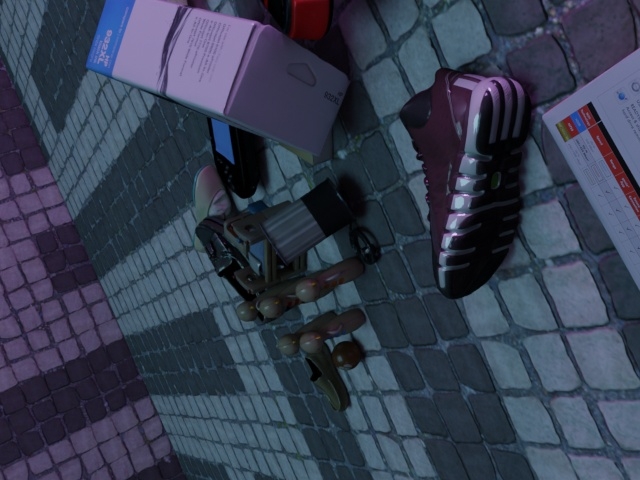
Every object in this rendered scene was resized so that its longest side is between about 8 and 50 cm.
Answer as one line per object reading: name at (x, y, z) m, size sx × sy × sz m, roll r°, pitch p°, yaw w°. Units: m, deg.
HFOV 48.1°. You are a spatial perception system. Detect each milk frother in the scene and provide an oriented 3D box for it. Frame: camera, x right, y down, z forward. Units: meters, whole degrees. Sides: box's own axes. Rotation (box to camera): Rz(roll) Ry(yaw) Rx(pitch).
milk frother at (0.000, 0.000, 1.146) m, size 0.143 × 0.134 × 0.129 m, roll 56°, pitch 180°, yaw 22°

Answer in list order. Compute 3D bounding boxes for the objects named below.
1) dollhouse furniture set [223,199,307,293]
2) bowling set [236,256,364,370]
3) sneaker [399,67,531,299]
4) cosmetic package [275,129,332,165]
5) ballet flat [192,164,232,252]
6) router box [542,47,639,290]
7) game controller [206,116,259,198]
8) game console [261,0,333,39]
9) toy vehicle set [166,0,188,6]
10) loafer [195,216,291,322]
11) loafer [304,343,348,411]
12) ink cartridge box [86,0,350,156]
dollhouse furniture set at (-0.130, -0.016, 1.355) m, size 0.183 × 0.129 × 0.129 m, roll 40°, pitch 142°, yaw 38°
bowling set at (-0.014, 0.155, 1.264) m, size 0.200 × 0.154 × 0.287 m, roll 65°, pitch 151°, yaw 3°
sneaker at (0.160, -0.079, 0.883) m, size 0.162 × 0.106 × 0.281 m, roll 41°, pitch 133°, yaw 47°
cosmetic package at (-0.030, -0.172, 1.167) m, size 0.115 × 0.041 × 0.060 m, roll 35°, pitch 138°, yaw 43°
ballet flat at (-0.228, -0.057, 1.556) m, size 0.086 × 0.086 × 0.248 m, roll 49°, pitch 148°, yaw 28°
router box at (0.376, -0.032, 0.561) m, size 0.336 × 0.082 × 0.301 m, roll 63°, pitch 151°, yaw 5°
game controller at (-0.179, -0.239, 1.338) m, size 0.166 × 0.067 × 0.319 m, roll 31°, pitch 135°, yaw 46°
game console at (-0.054, -0.471, 0.887) m, size 0.342 × 0.060 × 0.387 m, roll -113°, pitch 17°, yaw -56°
toy vehicle set at (-0.281, -0.421, 1.360) m, size 0.166 × 0.035 × 0.267 m, roll -138°, pitch 36°, yaw -60°
loafer at (-0.170, 0.058, 1.467) m, size 0.267 × 0.084 × 0.096 m, roll 42°, pitch 142°, yaw 13°
loafer at (0.008, 0.276, 1.422) m, size 0.056 × 0.050 × 0.148 m, roll -21°, pitch 92°, yaw 61°
ink cartridge box at (-0.149, -0.243, 1.042) m, size 0.307 × 0.223 × 0.129 m, roll 24°, pitch 95°, yaw 35°
